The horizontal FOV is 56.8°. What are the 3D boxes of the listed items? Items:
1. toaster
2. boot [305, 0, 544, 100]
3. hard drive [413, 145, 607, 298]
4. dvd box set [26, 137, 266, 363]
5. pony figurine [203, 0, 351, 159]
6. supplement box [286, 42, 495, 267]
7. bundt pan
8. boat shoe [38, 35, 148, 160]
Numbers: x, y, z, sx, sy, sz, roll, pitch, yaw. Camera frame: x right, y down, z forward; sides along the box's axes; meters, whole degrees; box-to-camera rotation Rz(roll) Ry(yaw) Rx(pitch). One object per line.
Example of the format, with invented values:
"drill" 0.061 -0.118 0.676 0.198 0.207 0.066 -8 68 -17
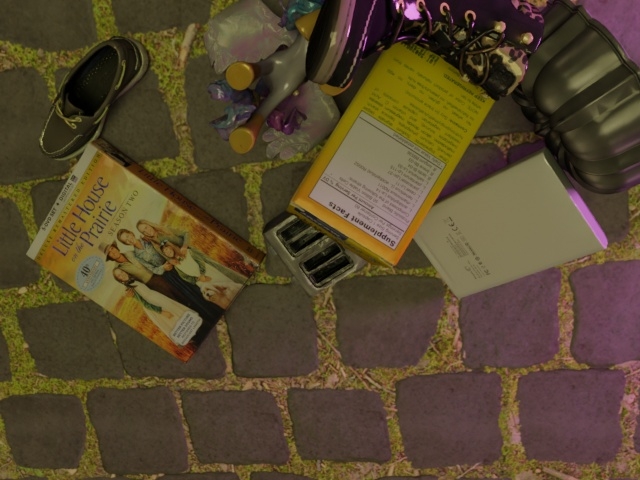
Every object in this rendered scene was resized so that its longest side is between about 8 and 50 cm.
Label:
"toaster" 0.000 0.000 1.173 0.185 0.110 0.168 -32 102 16
"boot" 0.146 -0.282 0.789 0.284 0.377 0.138 26 134 -8
"hard drive" 0.327 -0.019 1.091 0.307 0.040 0.203 -28 104 42
"dvd box set" -0.372 0.031 1.257 0.420 0.062 0.307 37 108 -5
"pony figurine" -0.051 -0.286 0.998 0.351 0.363 0.303 -27 111 31
"supplement box" 0.116 -0.155 1.004 0.194 0.195 0.356 32 87 -4
"bundt pan" 0.404 -0.209 0.936 0.124 0.331 0.331 -34 101 14
"boat shoe" -0.461 -0.272 1.150 0.305 0.091 0.109 -43 92 18
